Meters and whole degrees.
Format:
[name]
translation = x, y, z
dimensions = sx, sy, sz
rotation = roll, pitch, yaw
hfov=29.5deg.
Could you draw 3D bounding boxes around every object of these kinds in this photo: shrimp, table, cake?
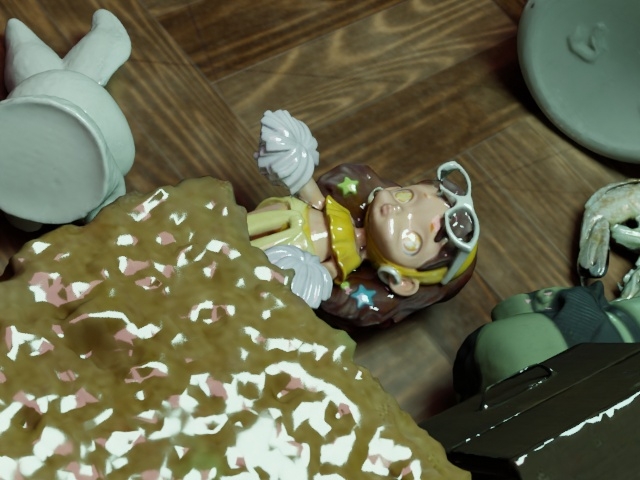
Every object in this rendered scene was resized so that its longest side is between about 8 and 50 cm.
[shrimp]
translation = 0.264, 0.024, 1.033
dimensions = 0.126, 0.047, 0.223
rotation = 35, 54, 9
[table]
translation = 0.150, 0.155, 0.682
dimensions = 0.169, 0.193, 0.172
rotation = -22, 93, -23
[cake]
translation = -0.112, 0.161, 0.639
dimensions = 0.282, 0.290, 0.255
rotation = -25, 70, -33

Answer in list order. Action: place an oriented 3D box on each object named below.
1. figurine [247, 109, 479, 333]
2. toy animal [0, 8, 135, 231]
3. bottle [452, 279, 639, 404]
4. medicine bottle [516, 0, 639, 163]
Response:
[figurine]
translation = 0.002, 0.000, 0.909
dimensions = 0.240, 0.115, 0.174
rotation = 1, 53, -13
[toy animal]
translation = -0.194, -0.091, 0.930
dimensions = 0.104, 0.130, 0.221
rotation = -15, 28, 7
[bottle]
translation = 0.272, 0.110, 0.892
dimensions = 0.347, 0.168, 0.168
rotation = -2, 56, -12
[medicine bottle]
translation = 0.349, -0.243, 1.153
dimensions = 0.208, 0.208, 0.339
rotation = 37, 51, 8
